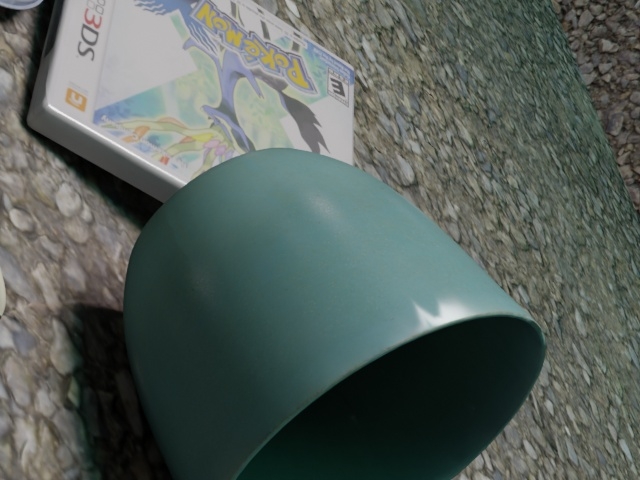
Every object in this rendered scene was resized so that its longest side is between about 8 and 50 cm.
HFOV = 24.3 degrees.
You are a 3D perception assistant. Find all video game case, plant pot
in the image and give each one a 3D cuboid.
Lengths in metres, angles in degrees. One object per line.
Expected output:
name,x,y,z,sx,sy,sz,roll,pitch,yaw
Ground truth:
video game case,-0.102,-0.136,1.370,0.329,0.036,0.300,30,40,-27
plant pot,-0.016,0.072,1.137,0.235,0.293,0.293,53,16,29

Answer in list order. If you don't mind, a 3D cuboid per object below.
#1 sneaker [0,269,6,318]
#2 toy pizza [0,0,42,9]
sneaker,-0.245,-0.017,1.025,0.075,0.057,0.161,-11,70,-61
toy pizza,-0.305,-0.276,1.247,0.201,0.032,0.201,46,26,-30
